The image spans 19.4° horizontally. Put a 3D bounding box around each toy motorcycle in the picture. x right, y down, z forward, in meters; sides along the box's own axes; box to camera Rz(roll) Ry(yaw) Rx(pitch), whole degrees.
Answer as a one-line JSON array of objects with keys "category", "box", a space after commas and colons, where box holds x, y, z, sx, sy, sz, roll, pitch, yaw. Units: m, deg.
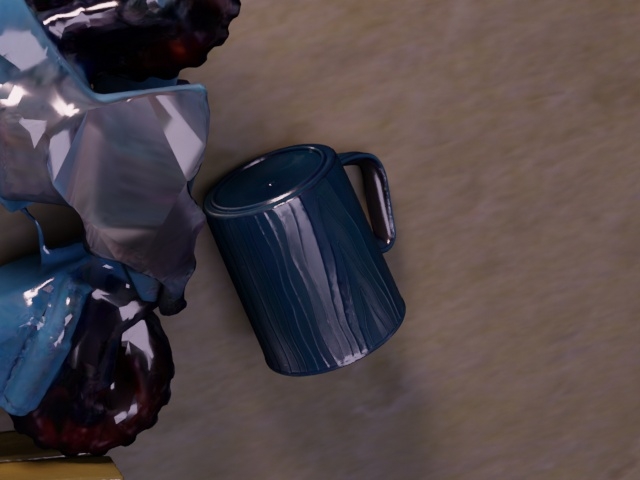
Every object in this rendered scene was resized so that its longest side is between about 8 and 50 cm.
[{"category": "toy motorcycle", "box": [-0.192, -0.044, 1.273, 0.232, 0.172, 0.416, 4, 115, -17]}]

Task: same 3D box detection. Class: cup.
[{"category": "cup", "box": [-0.010, 0.003, 1.392, 0.113, 0.150, 0.138, -14, 115, 20]}]

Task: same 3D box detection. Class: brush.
[{"category": "brush", "box": [-0.266, 0.178, 1.340, 0.233, 0.103, 0.047, -2, 107, -20]}]
